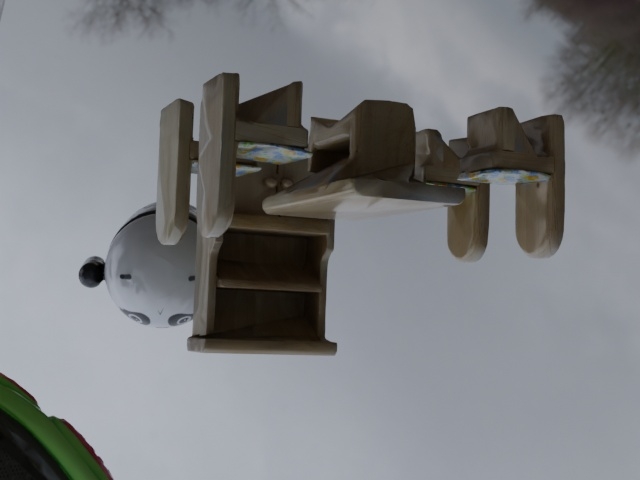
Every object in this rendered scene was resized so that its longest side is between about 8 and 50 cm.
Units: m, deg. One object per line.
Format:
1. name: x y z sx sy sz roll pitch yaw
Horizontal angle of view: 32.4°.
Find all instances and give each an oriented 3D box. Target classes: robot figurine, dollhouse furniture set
1. robot figurine: -0.228 0.035 1.636 0.173 0.209 0.278 46 -178 -9
2. dollhouse furniture set: 0.000 0.000 1.182 0.362 0.256 0.394 3 176 -25

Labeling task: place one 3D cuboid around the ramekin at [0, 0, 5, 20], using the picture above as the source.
1. ramekin: -0.413 -0.330 1.198 0.135 0.277 0.277 9 -154 -11

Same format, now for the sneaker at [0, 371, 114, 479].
1. sneaker: -0.312 0.142 0.681 0.483 0.202 0.185 31 154 -2
